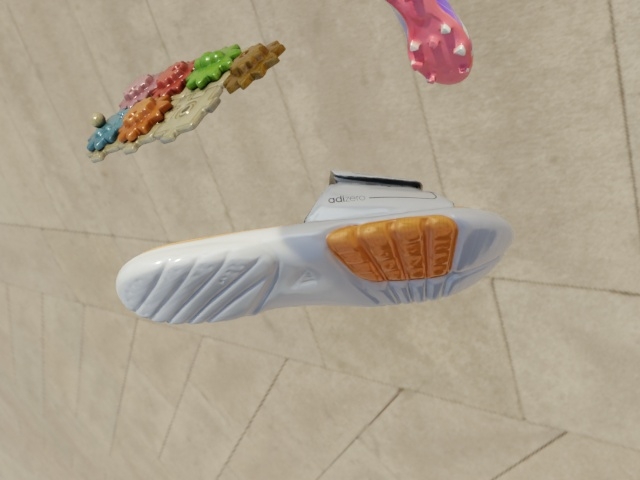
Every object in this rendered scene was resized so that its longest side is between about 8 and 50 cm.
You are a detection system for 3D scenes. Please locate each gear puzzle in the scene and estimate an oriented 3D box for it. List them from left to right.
[{"bbox_3d":[-0.181,-0.191,0.869,0.339,0.175,0.044,-5,135,41],"label":"gear puzzle"}]

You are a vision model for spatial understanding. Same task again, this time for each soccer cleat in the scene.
[{"bbox_3d":[0.122,-0.284,0.816,0.083,0.095,0.248,-10,149,32],"label":"soccer cleat"}]

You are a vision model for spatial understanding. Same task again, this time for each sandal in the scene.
[{"bbox_3d":[0.001,-0.006,0.451,0.102,0.265,0.076,105,157,-53],"label":"sandal"}]
